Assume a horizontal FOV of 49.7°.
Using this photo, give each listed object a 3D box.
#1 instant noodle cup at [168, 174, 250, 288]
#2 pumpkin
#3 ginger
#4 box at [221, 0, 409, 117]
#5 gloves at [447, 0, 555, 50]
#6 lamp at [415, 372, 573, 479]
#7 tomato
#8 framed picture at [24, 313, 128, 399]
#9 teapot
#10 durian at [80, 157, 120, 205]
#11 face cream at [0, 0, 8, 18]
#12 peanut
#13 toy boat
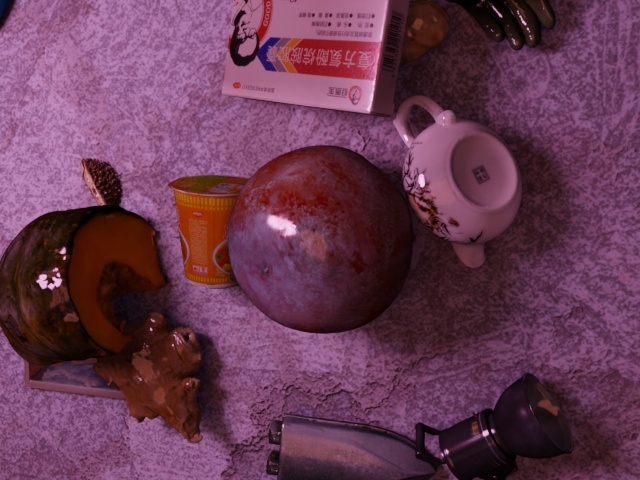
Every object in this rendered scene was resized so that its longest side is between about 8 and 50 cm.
[{"bbox_3d":[-0.196,-0.016,1.281,0.168,0.168,0.185,7,106,14],"label":"instant noodle cup"},{"bbox_3d":[-0.459,0.073,1.301,0.225,0.303,0.256,-17,116,22],"label":"pumpkin"},{"bbox_3d":[-0.307,0.272,1.360,0.270,0.123,0.219,44,102,2],"label":"ginger"},{"bbox_3d":[-0.020,-0.332,1.154,0.353,0.069,0.214,17,104,41],"label":"box"},{"bbox_3d":[0.258,-0.409,1.114,0.268,0.135,0.107,31,79,-3],"label":"gloves"},{"bbox_3d":[0.305,0.351,1.209,0.227,0.147,0.172,-36,111,25],"label":"lamp"},{"bbox_3d":[0.000,0.000,1.153,0.317,0.283,0.316,20,122,37],"label":"tomato"},{"bbox_3d":[-0.522,0.236,1.468,0.250,0.016,0.184,5,98,15],"label":"framed picture"},{"bbox_3d":[0.223,-0.111,1.146,0.208,0.166,0.299,-25,78,-15],"label":"teapot"},{"bbox_3d":[-0.440,-0.118,1.393,0.130,0.052,0.066,61,145,4],"label":"durian"},{"bbox_3d":[-0.736,-0.561,1.388,0.285,0.067,0.139,42,107,7],"label":"face cream"},{"bbox_3d":[0.104,-0.349,1.173,0.230,0.098,0.103,-2,94,18],"label":"peanut"},{"bbox_3d":[0.059,0.411,1.300,0.320,0.092,0.141,6,99,7],"label":"toy boat"}]
